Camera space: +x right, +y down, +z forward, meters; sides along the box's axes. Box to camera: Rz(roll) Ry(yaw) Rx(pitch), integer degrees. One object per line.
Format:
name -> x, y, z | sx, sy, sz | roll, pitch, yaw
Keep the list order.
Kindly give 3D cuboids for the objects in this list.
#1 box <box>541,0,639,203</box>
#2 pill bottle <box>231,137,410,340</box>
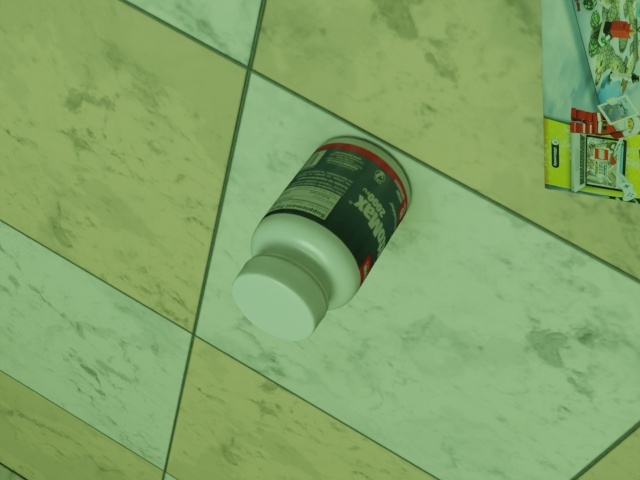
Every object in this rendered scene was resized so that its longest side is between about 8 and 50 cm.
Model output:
box -> 0.235, -0.124, 0.616 | 0.159, 0.044, 0.233 | 12, 137, 26
pill bottle -> 0.000, 0.000, 0.814 | 0.108, 0.180, 0.108 | 21, 141, 18
